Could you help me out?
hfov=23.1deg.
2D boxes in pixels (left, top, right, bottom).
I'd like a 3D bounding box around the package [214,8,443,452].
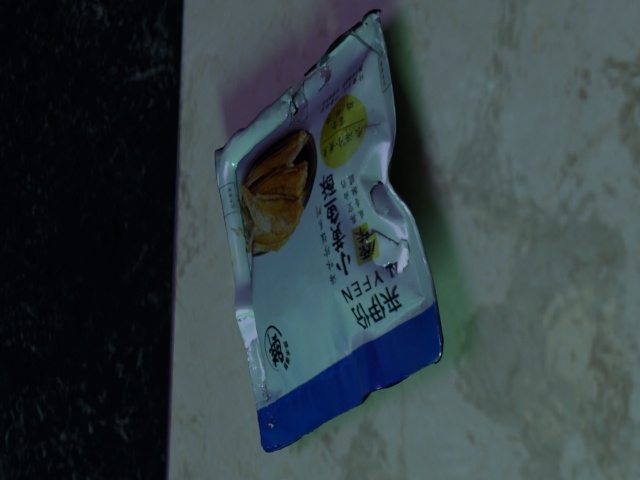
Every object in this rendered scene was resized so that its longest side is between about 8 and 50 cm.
[{"bbox_3d":[0.000,0.000,0.758,0.171,0.027,0.173,-36,56,51],"label":"package"}]
